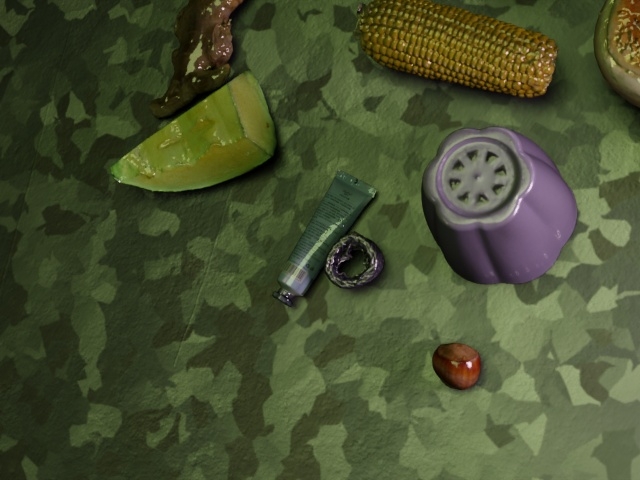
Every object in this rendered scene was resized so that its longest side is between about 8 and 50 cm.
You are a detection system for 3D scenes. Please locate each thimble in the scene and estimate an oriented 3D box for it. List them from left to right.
[{"bbox_3d":[0.062,0.042,1.954,0.095,0.066,0.104,32,92,14],"label":"thimble"}]

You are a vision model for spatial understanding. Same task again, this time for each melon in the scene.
[{"bbox_3d":[-0.253,-0.193,2.105,0.323,0.124,0.196,-24,68,19],"label":"melon"}]

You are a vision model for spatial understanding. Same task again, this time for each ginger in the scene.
[{"bbox_3d":[-0.238,-0.399,2.175,0.166,0.080,0.333,13,78,34],"label":"ginger"}]

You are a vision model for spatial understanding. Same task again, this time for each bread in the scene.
[{"bbox_3d":[0.617,-0.335,1.805,0.305,0.159,0.305,-6,69,17],"label":"bread"}]

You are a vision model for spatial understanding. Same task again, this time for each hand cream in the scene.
[{"bbox_3d":[0.000,0.000,2.000,0.091,0.058,0.271,29,84,27],"label":"hand cream"}]

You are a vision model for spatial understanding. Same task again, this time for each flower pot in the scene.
[{"bbox_3d":[0.288,-0.078,1.815,0.265,0.243,0.265,-6,71,18],"label":"flower pot"}]

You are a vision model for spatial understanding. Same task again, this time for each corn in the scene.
[{"bbox_3d":[0.245,-0.354,1.960,0.387,0.144,0.144,19,83,18],"label":"corn"}]

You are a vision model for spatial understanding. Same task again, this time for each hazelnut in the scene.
[{"bbox_3d":[0.236,0.217,1.847,0.086,0.086,0.086,-5,74,19],"label":"hazelnut"}]
